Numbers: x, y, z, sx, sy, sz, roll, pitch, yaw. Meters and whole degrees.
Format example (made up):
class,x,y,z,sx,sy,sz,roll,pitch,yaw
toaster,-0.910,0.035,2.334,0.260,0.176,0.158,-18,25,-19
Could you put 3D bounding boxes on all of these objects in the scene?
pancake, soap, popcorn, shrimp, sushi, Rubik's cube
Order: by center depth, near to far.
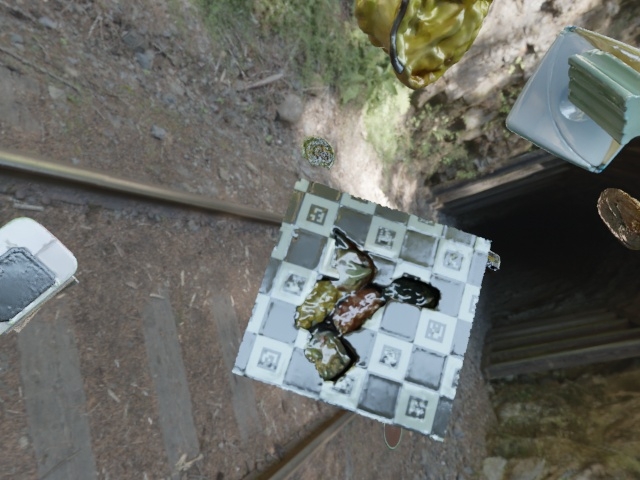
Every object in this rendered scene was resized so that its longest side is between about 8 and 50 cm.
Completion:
class,x,y,z,sx,sy,sz,roll,pitch,yaw
sushi,0.077,0.109,0.701,0.064,0.358,0.344,109,-1,-77
soap,0.570,-0.292,0.806,0.199,0.063,0.115,-98,162,-44
shrimp,0.735,-0.055,0.959,0.168,0.077,0.317,61,14,11
popcorn,0.240,-0.560,1.008,0.349,0.348,0.382,52,51,-37
Rubik's cube,0.864,-0.452,1.343,0.352,0.348,0.351,36,29,18
pancake,-0.008,-0.298,1.359,0.129,0.022,0.116,9,74,-28

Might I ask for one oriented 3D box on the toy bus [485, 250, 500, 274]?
class,x,y,z,sx,sy,sz,roll,pitch,yaw
toy bus,0.513,0.048,1.360,0.171,0.057,0.072,27,59,1

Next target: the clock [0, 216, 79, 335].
class,x,y,z,sx,sy,sz,roll,pitch,yaw
clock,-0.625,0.087,0.826,0.235,0.309,0.166,-47,111,-23

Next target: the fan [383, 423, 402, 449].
class,x,y,z,sx,sy,sz,roll,pitch,yaw
fan,0.172,0.413,0.944,0.085,0.005,0.134,41,52,-38
